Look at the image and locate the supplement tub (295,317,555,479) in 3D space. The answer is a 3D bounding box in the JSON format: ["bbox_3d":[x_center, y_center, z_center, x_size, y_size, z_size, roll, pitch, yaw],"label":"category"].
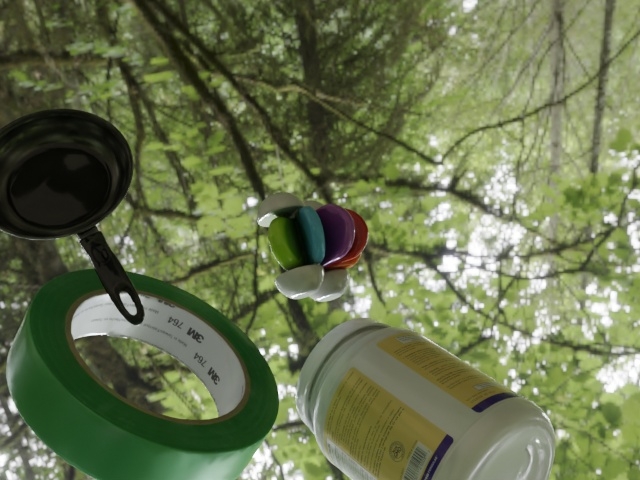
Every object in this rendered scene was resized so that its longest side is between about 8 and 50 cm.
[{"bbox_3d":[0.141,0.272,1.143,0.241,0.241,0.331,-26,-145,-29],"label":"supplement tub"}]

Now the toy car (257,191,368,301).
[{"bbox_3d":[0.000,0.000,1.179,0.136,0.159,0.182,-24,161,26],"label":"toy car"}]

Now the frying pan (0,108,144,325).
[{"bbox_3d":[-0.280,-0.047,0.969,0.326,0.053,0.197,33,-116,14],"label":"frying pan"}]

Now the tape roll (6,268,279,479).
[{"bbox_3d":[-0.207,0.161,0.952,0.321,0.077,0.321,27,-159,-11],"label":"tape roll"}]
